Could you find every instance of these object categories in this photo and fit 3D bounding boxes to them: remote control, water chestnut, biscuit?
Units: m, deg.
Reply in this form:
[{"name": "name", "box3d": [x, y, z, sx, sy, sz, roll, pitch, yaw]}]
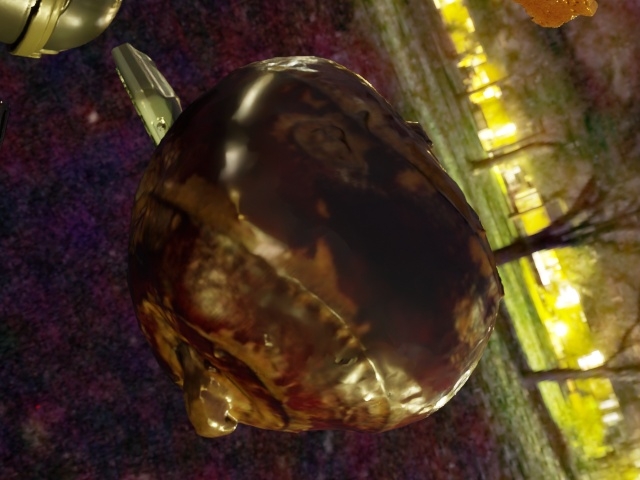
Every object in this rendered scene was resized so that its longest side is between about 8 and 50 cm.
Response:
[{"name": "remote control", "box3d": [-0.262, -0.222, 1.197, 0.128, 0.066, 0.335, 65, -8, -32]}, {"name": "water chestnut", "box3d": [0.000, 0.000, 0.452, 0.224, 0.238, 0.223, 40, -30, 30]}, {"name": "biscuit", "box3d": [0.406, -0.449, 1.364, 0.280, 0.183, 0.043, 38, 71, -73]}]

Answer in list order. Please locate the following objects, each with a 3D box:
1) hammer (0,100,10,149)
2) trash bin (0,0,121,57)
[{"name": "hammer", "box3d": [-0.325, -0.181, 0.446, 0.152, 0.044, 0.426, -52, 139, -37]}, {"name": "trash bin", "box3d": [-0.393, -0.343, 0.909, 0.334, 0.214, 0.214, 14, 51, -36]}]
